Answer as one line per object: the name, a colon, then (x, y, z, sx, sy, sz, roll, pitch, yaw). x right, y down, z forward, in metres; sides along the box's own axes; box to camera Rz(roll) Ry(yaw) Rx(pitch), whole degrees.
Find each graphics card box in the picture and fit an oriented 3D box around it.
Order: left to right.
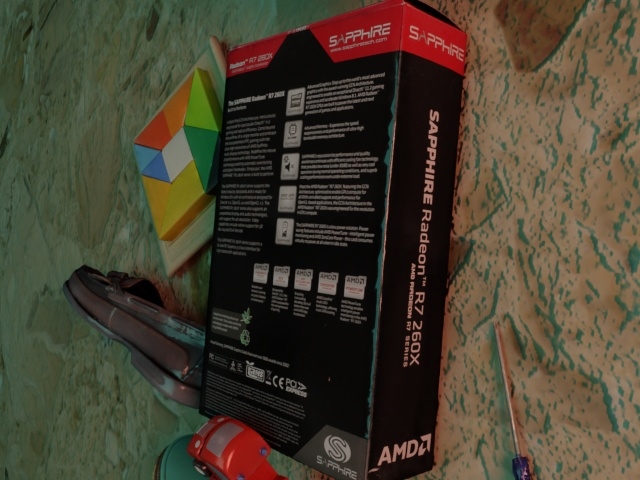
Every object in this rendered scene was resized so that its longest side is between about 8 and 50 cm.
graphics card box: (0.000, 0.000, 0.557, 0.233, 0.094, 0.371, 3, 88, 46)

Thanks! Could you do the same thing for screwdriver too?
screwdriver: (0.145, 0.144, 0.455, 0.024, 0.025, 0.170, -22, 62, 43)

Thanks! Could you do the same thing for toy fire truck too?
toy fire truck: (-0.019, 0.233, 0.519, 0.135, 0.047, 0.192, -7, 121, 51)

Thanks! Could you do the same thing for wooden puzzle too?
wooden puzzle: (-0.168, -0.101, 0.775, 0.238, 0.044, 0.221, -42, 59, 36)

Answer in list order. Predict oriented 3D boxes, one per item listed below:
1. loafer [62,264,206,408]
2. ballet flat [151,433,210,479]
loafer: (-0.217, 0.095, 0.785, 0.302, 0.109, 0.095, 30, 89, 37)
ballet flat: (-0.068, 0.334, 0.594, 0.348, 0.123, 0.123, 33, 110, 42)
